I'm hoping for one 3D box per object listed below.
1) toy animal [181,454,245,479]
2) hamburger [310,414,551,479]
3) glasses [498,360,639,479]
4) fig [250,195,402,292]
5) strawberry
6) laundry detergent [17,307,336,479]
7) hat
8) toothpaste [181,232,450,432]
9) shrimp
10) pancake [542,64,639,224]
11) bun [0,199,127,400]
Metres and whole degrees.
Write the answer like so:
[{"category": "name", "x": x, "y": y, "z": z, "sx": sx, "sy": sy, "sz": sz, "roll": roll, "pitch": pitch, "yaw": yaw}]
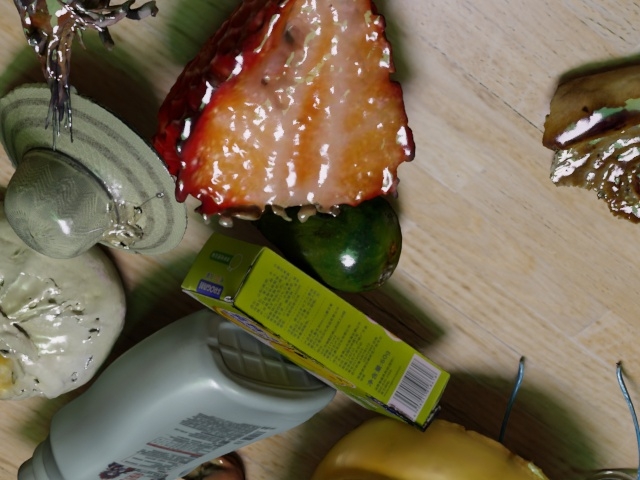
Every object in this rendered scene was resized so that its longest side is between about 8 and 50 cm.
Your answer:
[{"category": "toy animal", "x": -0.124, "y": 0.357, "z": 2.194, "sx": 0.157, "sy": 0.097, "sz": 0.312, "roll": -18, "pitch": 125, "yaw": 6}, {"category": "hamburger", "x": 0.114, "y": 0.414, "z": 2.005, "sx": 0.395, "sy": 0.277, "sz": 0.396, "roll": 22, "pitch": 145, "yaw": 16}, {"category": "glasses", "x": 0.306, "y": 0.238, "z": 2.074, "sx": 0.189, "sy": 0.088, "sz": 0.221, "roll": 2, "pitch": 111, "yaw": 6}, {"category": "fig", "x": 0.000, "y": 0.000, "z": 1.866, "sx": 0.177, "sy": 0.117, "sz": 0.117, "roll": 4, "pitch": 131, "yaw": 17}, {"category": "strawberry", "x": -0.055, "y": -0.154, "z": 1.711, "sx": 0.253, "sy": 0.150, "sz": 0.280, "roll": -19, "pitch": 127, "yaw": -5}, {"category": "laundry detergent", "x": -0.198, "y": 0.223, "z": 2.029, "sx": 0.398, "sy": 0.125, "sz": 0.264, "roll": -31, "pitch": 151, "yaw": 30}, {"category": "hat", "x": -0.271, "y": -0.041, "z": 1.780, "sx": 0.252, "sy": 0.110, "sz": 0.252, "roll": 24, "pitch": 147, "yaw": 17}, {"category": "toothpaste", "x": 0.000, "y": 0.105, "z": 1.901, "sx": 0.327, "sy": 0.077, "sz": 0.110, "roll": 36, "pitch": 169, "yaw": -34}, {"category": "shrimp", "x": -0.233, "y": -0.251, "z": 1.624, "sx": 0.145, "sy": 0.116, "sz": 0.343, "roll": 0, "pitch": 108, "yaw": -14}, {"category": "pancake", "x": 0.348, "y": -0.115, "z": 1.755, "sx": 0.212, "sy": 0.056, "sz": 0.257, "roll": 34, "pitch": 125, "yaw": -21}, {"category": "bun", "x": -0.373, "y": 0.087, "z": 1.943, "sx": 0.287, "sy": 0.146, "sz": 0.287, "roll": 4, "pitch": 130, "yaw": 5}]
